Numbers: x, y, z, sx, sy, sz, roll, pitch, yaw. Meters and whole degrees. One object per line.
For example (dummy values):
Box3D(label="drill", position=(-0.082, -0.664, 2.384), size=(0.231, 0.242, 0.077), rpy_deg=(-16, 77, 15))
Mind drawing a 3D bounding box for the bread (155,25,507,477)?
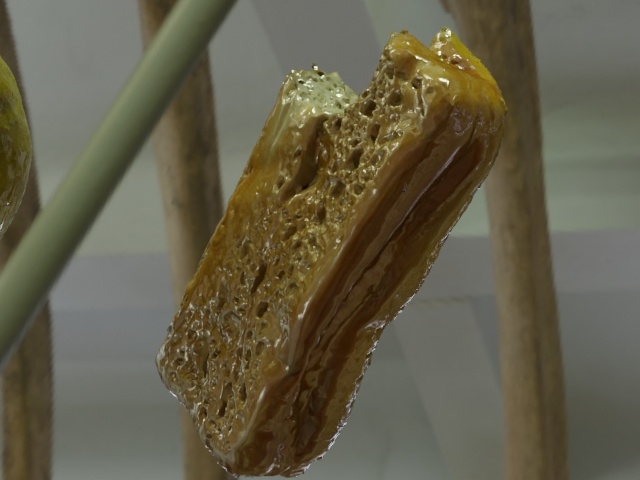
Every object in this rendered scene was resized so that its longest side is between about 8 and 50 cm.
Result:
Box3D(label="bread", position=(0.000, 0.000, 0.982), size=(0.109, 0.185, 0.380), rpy_deg=(4, -54, -38))

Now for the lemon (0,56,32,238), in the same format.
Box3D(label="lemon", position=(-0.426, -0.082, 1.170), size=(0.364, 0.364, 0.364), rpy_deg=(9, -40, 7))
